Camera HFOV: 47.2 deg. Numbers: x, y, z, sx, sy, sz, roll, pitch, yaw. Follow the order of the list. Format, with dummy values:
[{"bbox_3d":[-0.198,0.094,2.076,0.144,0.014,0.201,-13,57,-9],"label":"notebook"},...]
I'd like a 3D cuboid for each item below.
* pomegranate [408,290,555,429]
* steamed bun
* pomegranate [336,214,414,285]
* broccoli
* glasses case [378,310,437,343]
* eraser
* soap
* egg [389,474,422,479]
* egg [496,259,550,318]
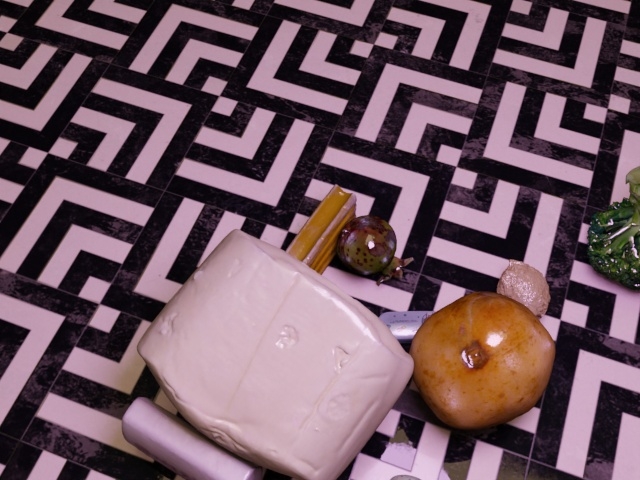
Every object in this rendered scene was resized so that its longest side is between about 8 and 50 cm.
[{"bbox_3d":[0.323,0.237,1.465,0.307,0.307,0.307,0,60,-1],"label":"pomegranate"},{"bbox_3d":[-0.083,0.230,1.418,0.456,0.290,0.371,37,89,8],"label":"steamed bun"},{"bbox_3d":[0.115,0.027,1.649,0.148,0.148,0.169,-41,99,-22],"label":"pomegranate"},{"bbox_3d":[0.732,-0.032,1.645,0.297,0.297,0.297,-20,29,12],"label":"broccoli"},{"bbox_3d":[0.215,0.193,1.632,0.178,0.045,0.067,0,60,-1],"label":"glasses case"},{"bbox_3d":[-0.247,0.415,1.422,0.270,0.174,0.095,28,62,15],"label":"eraser"},{"bbox_3d":[0.000,0.000,1.687,0.073,0.140,0.232,28,63,15],"label":"soap"},{"bbox_3d":[0.177,0.504,1.427,0.110,0.085,0.085,33,64,22],"label":"egg"},{"bbox_3d":[0.453,0.114,1.641,0.116,0.118,0.140,-21,52,7],"label":"egg"}]
